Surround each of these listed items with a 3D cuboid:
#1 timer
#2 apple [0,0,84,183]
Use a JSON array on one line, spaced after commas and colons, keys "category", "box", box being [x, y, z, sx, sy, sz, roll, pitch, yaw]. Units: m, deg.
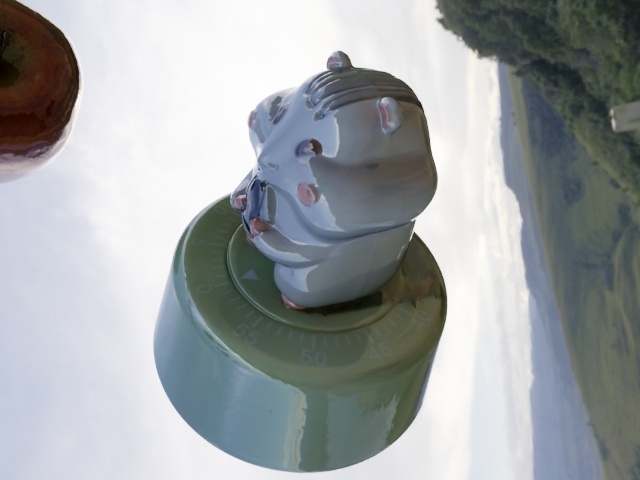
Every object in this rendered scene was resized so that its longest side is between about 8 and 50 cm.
[{"category": "timer", "box": [0.000, 0.000, 0.466, 0.290, 0.291, 0.315, -68, -6, -47]}, {"category": "apple", "box": [-0.401, -0.174, 0.613, 0.230, 0.230, 0.229, 30, -124, -59]}]
